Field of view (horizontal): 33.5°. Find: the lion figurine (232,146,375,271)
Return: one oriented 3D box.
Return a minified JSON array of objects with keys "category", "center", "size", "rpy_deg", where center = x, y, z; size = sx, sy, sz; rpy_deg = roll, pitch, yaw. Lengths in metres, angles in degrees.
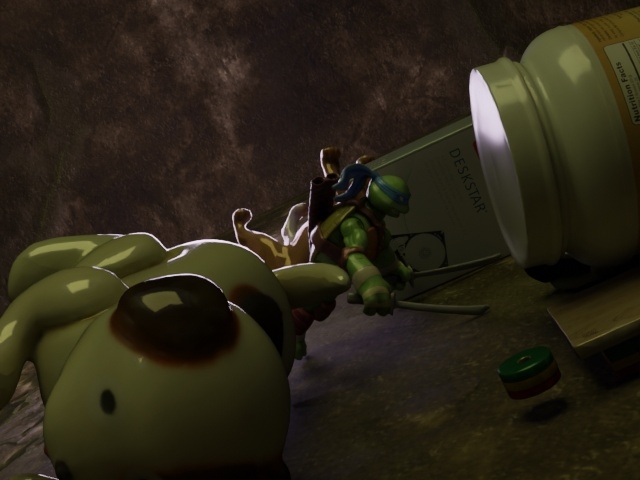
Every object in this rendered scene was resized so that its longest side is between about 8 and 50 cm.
[{"category":"lion figurine","center":[0.000,0.000,1.742],"size":[0.142,0.240,0.392],"rpy_deg":[15,-39,-36]}]

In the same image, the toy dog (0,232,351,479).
[{"category":"toy dog","center":[-0.140,0.143,1.022],"size":[0.396,0.284,0.408],"rpy_deg":[-9,8,-7]}]

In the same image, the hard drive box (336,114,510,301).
[{"category":"hard drive box","center":[0.162,-0.047,1.410],"size":[0.232,0.181,0.089],"rpy_deg":[-25,9,11]}]

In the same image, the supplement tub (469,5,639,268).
[{"category":"supplement tub","center":[0.314,-0.103,0.978],"size":[0.316,0.228,0.228],"rpy_deg":[-14,9,2]}]

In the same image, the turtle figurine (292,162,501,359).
[{"category":"turtle figurine","center":[0.056,0.072,1.278],"size":[0.266,0.275,0.197],"rpy_deg":[-44,25,20]}]

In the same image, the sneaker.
[{"category":"sneaker","center":[0.262,-0.016,1.159],"size":[0.132,0.086,0.228],"rpy_deg":[-33,24,-5]}]

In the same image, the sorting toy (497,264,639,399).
[{"category":"sorting toy","center":[0.276,0.059,0.881],"size":[0.275,0.046,0.132],"rpy_deg":[-26,8,6]}]
